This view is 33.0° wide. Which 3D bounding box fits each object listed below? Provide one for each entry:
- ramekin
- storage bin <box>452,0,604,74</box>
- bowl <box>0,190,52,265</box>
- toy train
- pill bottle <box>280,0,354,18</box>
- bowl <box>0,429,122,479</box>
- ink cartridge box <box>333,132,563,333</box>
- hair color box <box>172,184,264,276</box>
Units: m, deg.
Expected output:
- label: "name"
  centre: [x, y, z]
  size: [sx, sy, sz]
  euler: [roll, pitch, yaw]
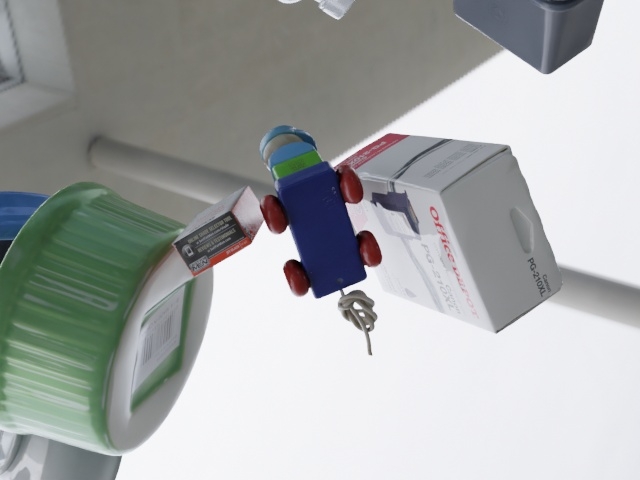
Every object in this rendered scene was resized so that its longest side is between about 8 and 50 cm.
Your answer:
- label: "ramekin"
  centre: [-0.243, 0.097, 1.240]
  size: [0.303, 0.148, 0.304]
  euler: [17, -90, -75]
- label: "storage bin"
  centre: [0.161, -0.198, 0.826]
  size: [0.098, 0.135, 0.091]
  euler: [-36, -31, -20]
- label: "bowl"
  centre: [-0.455, 0.057, 1.395]
  size: [0.391, 0.391, 0.077]
  euler: [18, -132, -56]
- label: "toy train"
  centre: [0.000, 0.000, 1.191]
  size: [0.105, 0.143, 0.248]
  euler: [-21, -53, -4]
- label: "pill bottle"
  centre: [-0.042, -0.280, 0.973]
  size: [0.184, 0.103, 0.103]
  euler: [30, -105, -11]
- label: "bowl"
  centre: [-0.424, 0.282, 1.612]
  size: [0.134, 0.297, 0.298]
  euler: [16, -90, -42]
- label: "ink cartridge box"
  centre: [0.131, -0.016, 1.176]
  size: [0.100, 0.237, 0.172]
  euler: [-32, -69, -19]
- label: "hair color box"
  centre: [-0.103, -0.012, 1.129]
  size: [0.043, 0.072, 0.141]
  euler: [59, -169, -9]
